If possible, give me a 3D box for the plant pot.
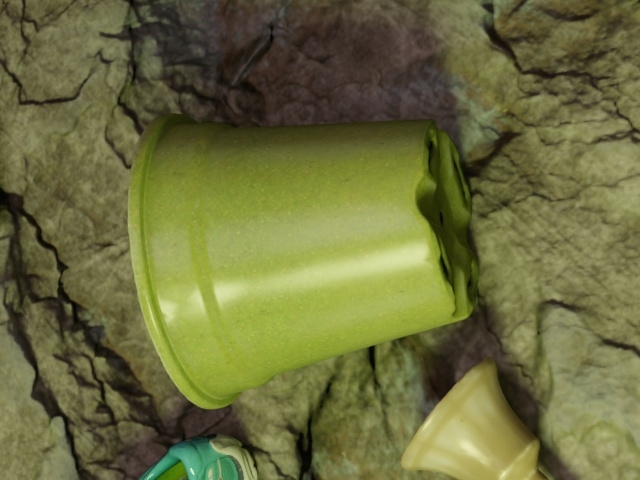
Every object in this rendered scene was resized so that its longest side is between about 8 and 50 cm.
[{"bbox_3d":[0.000,0.000,1.429,0.254,0.276,0.276,-9,77,18],"label":"plant pot"}]

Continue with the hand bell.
[{"bbox_3d":[0.200,0.223,1.362,0.242,0.126,0.126,39,102,17],"label":"hand bell"}]

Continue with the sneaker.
[{"bbox_3d":[-0.184,0.286,1.560,0.275,0.110,0.107,-49,62,16],"label":"sneaker"}]
